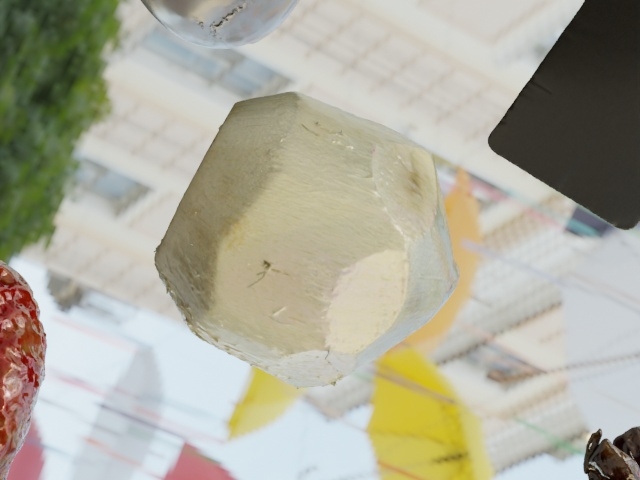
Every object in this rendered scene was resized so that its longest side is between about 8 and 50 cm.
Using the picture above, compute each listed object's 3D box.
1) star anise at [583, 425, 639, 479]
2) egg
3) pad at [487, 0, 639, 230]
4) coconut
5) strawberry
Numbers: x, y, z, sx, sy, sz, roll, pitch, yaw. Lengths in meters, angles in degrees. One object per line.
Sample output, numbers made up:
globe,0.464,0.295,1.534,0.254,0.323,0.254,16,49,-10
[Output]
star anise,0.283,0.249,1.701,0.057,0.168,0.168,6,-109,36
egg,-0.066,-0.218,1.182,0.146,0.146,0.198,-121,-158,-58
pad,0.185,-0.085,1.116,0.157,0.112,0.003,-56,-175,36
coconut,-0.001,0.003,1.041,0.161,0.162,0.161,-61,-179,3
strawberry,-0.197,0.075,0.959,0.131,0.131,0.148,-42,-102,36
